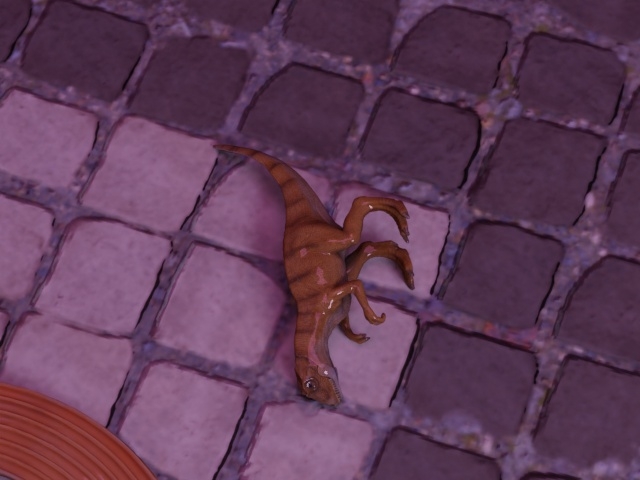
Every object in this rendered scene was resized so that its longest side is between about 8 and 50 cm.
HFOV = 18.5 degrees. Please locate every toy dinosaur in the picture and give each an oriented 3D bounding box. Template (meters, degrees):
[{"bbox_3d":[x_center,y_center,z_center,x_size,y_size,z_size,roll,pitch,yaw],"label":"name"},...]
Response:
[{"bbox_3d":[0.000,0.000,1.273,0.112,0.064,0.211,-10,60,-4],"label":"toy dinosaur"}]

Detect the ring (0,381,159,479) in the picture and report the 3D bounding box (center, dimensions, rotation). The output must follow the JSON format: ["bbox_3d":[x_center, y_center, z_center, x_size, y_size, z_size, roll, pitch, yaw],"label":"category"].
[{"bbox_3d":[-0.235,0.236,1.157,0.337,0.032,0.336,-1,59,1],"label":"ring"}]
